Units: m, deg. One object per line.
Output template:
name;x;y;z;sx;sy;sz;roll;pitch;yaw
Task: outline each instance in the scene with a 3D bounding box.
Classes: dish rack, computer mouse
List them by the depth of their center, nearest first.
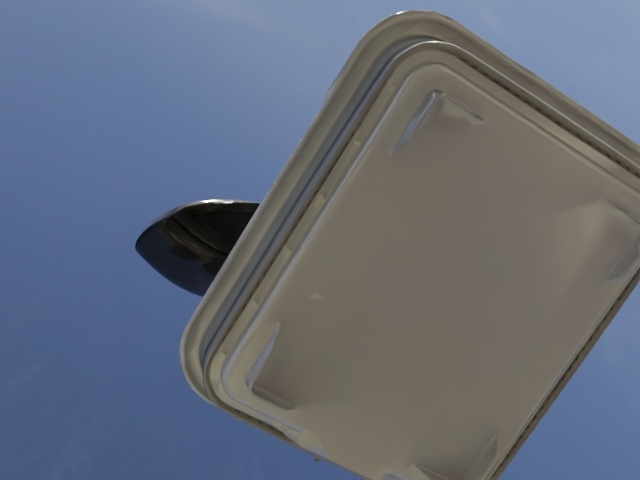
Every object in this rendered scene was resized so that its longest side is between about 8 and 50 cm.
dish rack;0.087;0.038;0.697;0.285;0.333;0.072;29;-169;-19
computer mouse;0.000;0.000;0.761;0.262;0.184;0.060;5;-119;-42

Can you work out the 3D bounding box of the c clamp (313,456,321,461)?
c clamp;-0.056;0.112;0.840;0.022;0.161;0.137;-8;-85;-32
